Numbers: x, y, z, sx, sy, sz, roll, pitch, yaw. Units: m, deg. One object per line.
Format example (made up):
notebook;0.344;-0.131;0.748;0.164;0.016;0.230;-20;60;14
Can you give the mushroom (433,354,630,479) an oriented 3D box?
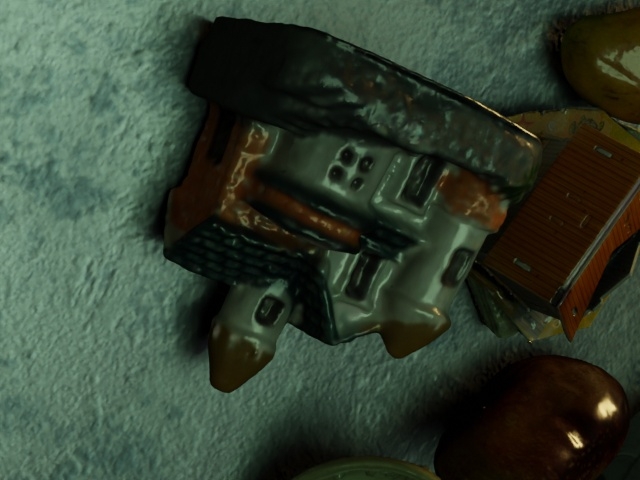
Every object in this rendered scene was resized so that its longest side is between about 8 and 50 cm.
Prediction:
mushroom;0.193;0.232;1.448;0.227;0.148;0.217;-33;145;-33

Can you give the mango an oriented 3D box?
mango;0.302;-0.160;1.404;0.165;0.089;0.115;-13;108;-22

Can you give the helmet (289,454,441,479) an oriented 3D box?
helmet;0.034;0.297;1.360;0.257;0.137;0.204;-43;84;11

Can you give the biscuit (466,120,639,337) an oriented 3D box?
biscuit;0.242;-0.027;1.429;0.252;0.052;0.150;-30;115;-19

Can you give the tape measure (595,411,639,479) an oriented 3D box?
tape measure;0.390;0.284;1.543;0.275;0.147;0.256;-34;115;-12

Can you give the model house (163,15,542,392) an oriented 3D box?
model house;0.000;0.000;1.226;0.271;0.190;0.301;23;93;-33

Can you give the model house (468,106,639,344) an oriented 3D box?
model house;0.242;-0.017;1.326;0.207;0.136;0.219;42;82;-24
